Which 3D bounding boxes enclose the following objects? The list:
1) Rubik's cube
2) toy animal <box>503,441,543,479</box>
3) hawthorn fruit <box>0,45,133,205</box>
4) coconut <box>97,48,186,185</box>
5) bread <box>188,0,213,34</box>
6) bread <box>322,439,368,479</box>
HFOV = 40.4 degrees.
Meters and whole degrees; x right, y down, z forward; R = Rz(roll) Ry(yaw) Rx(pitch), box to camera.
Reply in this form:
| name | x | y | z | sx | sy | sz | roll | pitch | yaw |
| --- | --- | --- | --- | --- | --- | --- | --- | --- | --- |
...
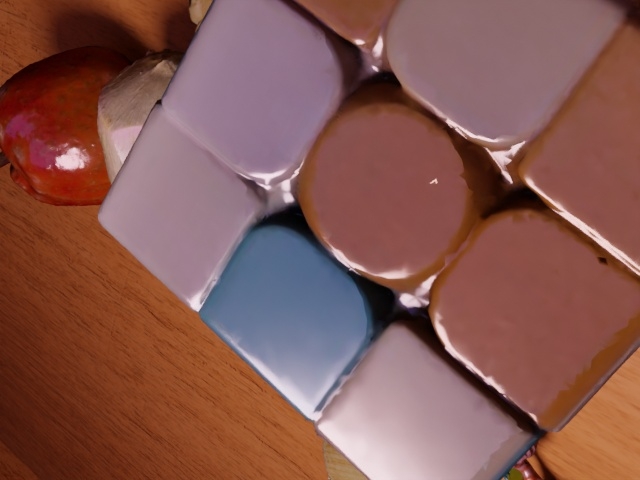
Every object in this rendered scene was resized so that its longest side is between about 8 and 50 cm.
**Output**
| name | x | y | z | sx | sy | sz | roll | pitch | yaw |
| --- | --- | --- | --- | --- | --- | --- | --- | --- | --- |
| Rubik's cube | 0.112 | -0.063 | 0.669 | 0.347 | 0.347 | 0.344 | 41 | 115 | 13 |
| toy animal | 0.241 | 0.283 | 1.107 | 0.208 | 0.100 | 0.103 | 54 | 167 | -11 |
| hawthorn fruit | -0.384 | -0.148 | 1.307 | 0.254 | 0.300 | 0.254 | 44 | 153 | 29 |
| coconut | -0.178 | -0.144 | 1.144 | 0.227 | 0.227 | 0.230 | 37 | 140 | 25 |
| bread | -0.105 | -0.321 | 1.043 | 0.134 | 0.081 | 0.225 | 14 | 125 | 37 |
| bread | 0.105 | 0.395 | 1.382 | 0.267 | 0.040 | 0.266 | 30 | 137 | 32 |
